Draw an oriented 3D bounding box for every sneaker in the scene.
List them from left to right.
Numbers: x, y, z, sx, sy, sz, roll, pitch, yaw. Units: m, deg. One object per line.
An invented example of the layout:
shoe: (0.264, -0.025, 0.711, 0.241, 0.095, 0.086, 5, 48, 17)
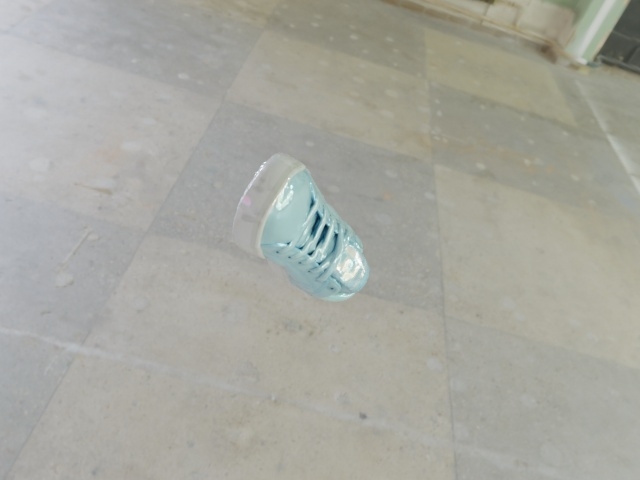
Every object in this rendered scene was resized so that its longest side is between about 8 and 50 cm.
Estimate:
sneaker: (0.000, 0.000, 0.750, 0.150, 0.366, 0.135, 24, 81, 14)
